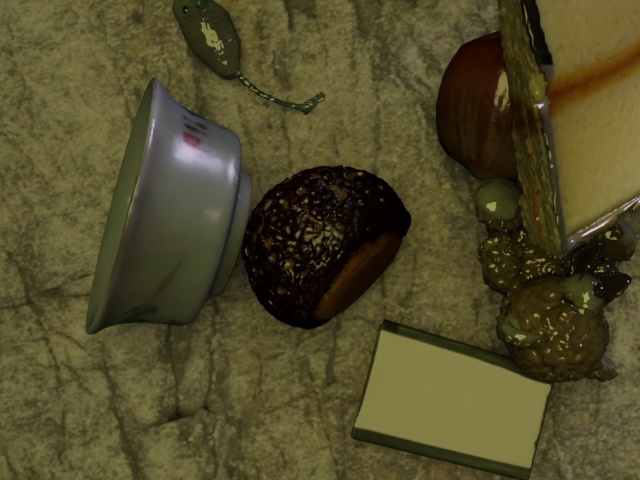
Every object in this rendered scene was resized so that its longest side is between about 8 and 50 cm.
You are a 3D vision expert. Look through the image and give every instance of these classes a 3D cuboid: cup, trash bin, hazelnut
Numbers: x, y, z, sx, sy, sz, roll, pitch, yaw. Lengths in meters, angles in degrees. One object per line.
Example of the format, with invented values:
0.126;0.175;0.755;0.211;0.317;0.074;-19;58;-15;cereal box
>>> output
-0.190;-0.026;1.763;0.163;0.347;0.347;15;87;-12;cup
0.178;0.213;1.787;0.240;0.122;0.164;14;86;5;trash bin
0.252;-0.185;1.771;0.210;0.210;0.186;5;126;6;hazelnut

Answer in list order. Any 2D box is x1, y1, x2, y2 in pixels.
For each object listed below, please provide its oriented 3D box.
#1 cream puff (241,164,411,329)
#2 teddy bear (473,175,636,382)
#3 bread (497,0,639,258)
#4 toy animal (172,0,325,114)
0.000;0.000;1.764;0.165;0.239;0.239;43;91;17;cream puff
0.297;0.065;1.734;0.267;0.156;0.256;17;43;-25;teddy bear
0.383;-0.210;1.611;0.404;0.242;0.346;-20;94;-8;bread
-0.116;-0.257;1.885;0.253;0.070;0.079;42;106;5;toy animal
